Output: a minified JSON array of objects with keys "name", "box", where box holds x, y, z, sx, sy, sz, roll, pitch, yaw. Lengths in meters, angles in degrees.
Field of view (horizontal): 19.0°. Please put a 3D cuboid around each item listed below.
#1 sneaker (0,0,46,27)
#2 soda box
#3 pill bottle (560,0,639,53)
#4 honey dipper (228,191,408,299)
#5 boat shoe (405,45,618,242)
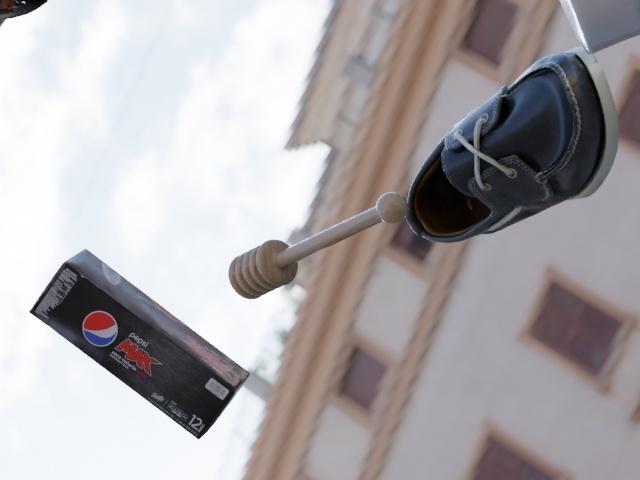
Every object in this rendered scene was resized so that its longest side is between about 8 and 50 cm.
[{"name":"sneaker","box":[-0.123,-0.143,0.785,0.271,0.108,0.100,-20,3,30]},{"name":"soda box","box":[-0.141,0.080,1.499,0.053,0.169,0.060,-53,-1,14]},{"name":"pill bottle","box":[0.176,-0.146,0.731,0.193,0.108,0.108,-23,-29,7]},{"name":"honey dipper","box":[0.000,0.000,1.134,0.030,0.030,0.161,-30,2,-40]},{"name":"boat shoe","box":[0.119,-0.052,1.201,0.079,0.084,0.233,-18,-10,-21]}]
